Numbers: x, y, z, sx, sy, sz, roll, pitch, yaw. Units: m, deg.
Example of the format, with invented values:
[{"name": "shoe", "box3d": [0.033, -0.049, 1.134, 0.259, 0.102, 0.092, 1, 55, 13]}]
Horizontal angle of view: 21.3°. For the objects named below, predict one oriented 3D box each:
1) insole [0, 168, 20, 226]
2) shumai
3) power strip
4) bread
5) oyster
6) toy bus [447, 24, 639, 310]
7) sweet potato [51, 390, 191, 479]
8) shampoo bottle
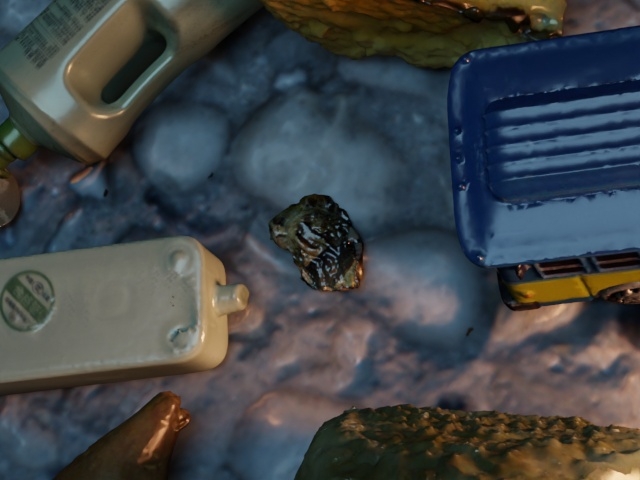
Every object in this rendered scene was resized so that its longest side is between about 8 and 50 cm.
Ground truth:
[{"name": "insole", "box3d": [-0.308, -0.043, 1.211, 0.193, 0.006, 0.065, 9, 74, -26]}, {"name": "shumai", "box3d": [0.089, 0.208, 1.002, 0.260, 0.225, 0.222, 8, 96, 34]}, {"name": "power strip", "box3d": [-0.232, 0.063, 1.201, 0.385, 0.062, 0.091, -7, 73, 15]}, {"name": "bread", "box3d": [0.049, -0.233, 1.154, 0.262, 0.162, 0.204, 20, 76, -22]}, {"name": "oyster", "box3d": [0.002, 0.003, 1.172, 0.054, 0.019, 0.083, -39, 68, 2]}, {"name": "toy bus", "box3d": [0.234, -0.046, 1.035, 0.287, 0.175, 0.138, -7, 74, 15]}, {"name": "sweet potato", "box3d": [-0.171, 0.250, 1.100, 0.131, 0.131, 0.337, 27, 85, 21]}, {"name": "shampoo bottle", "box3d": [-0.156, -0.133, 1.222, 0.234, 0.087, 0.118, -44, 67, 1]}]
